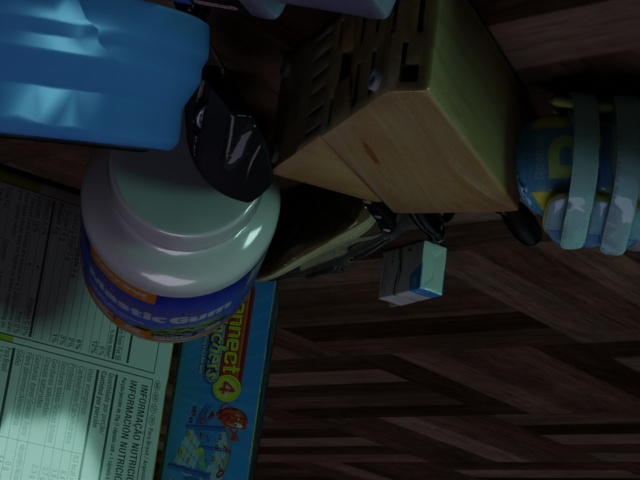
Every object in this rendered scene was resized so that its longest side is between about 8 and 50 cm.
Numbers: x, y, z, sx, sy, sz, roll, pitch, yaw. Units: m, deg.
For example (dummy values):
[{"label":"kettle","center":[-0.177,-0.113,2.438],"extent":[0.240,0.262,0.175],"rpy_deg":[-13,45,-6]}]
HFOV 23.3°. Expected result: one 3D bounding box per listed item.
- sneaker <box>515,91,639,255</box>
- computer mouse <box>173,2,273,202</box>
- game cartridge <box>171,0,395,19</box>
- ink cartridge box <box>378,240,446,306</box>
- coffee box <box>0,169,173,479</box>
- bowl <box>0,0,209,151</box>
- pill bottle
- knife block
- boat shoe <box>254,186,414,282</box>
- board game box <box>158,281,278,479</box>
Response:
[{"label":"sneaker","center":[0.248,-0.050,1.008],"extent":[0.208,0.127,0.319],"rpy_deg":[10,162,-14]},{"label":"computer mouse","center":[-0.075,-0.104,0.985],"extent":[0.041,0.071,0.242],"rpy_deg":[-28,142,-11]},{"label":"game cartridge","center":[-0.153,-0.179,0.685],"extent":[0.355,0.068,0.230],"rpy_deg":[13,167,20]},{"label":"ink cartridge box","center":[0.082,0.033,1.475],"extent":[0.028,0.048,0.083],"rpy_deg":[18,160,-30]},{"label":"coffee box","center":[-0.367,0.131,1.494],"extent":[0.334,0.338,0.338],"rpy_deg":[18,160,-34]},{"label":"bowl","center":[-0.258,-0.102,0.843],"extent":[0.391,0.077,0.391],"rpy_deg":[6,-178,0]},{"label":"pill bottle","center":[-0.112,-0.018,1.217],"extent":[0.152,0.152,0.272],"rpy_deg":[9,164,-5]},{"label":"knife block","center":[0.100,-0.073,1.056],"extent":[0.242,0.088,0.276],"rpy_deg":[13,162,-21]},{"label":"boat shoe","center":[0.001,-0.001,1.348],"extent":[0.073,0.080,0.223],"rpy_deg":[22,154,-26]},{"label":"board game box","center":[-0.106,0.190,1.638],"extent":[0.086,0.302,0.308],"rpy_deg":[7,164,0]}]
